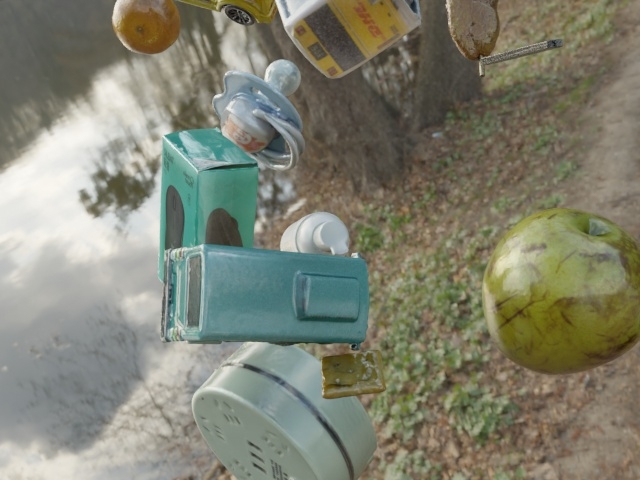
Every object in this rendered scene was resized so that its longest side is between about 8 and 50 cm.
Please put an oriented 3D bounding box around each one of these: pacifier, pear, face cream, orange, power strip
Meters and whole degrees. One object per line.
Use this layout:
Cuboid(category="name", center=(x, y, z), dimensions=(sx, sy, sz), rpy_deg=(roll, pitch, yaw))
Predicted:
Cuboid(category="pacifier", center=(-0.115, -0.318, 1.827), dimensions=(0.233, 0.244, 0.299), rpy_deg=(-61, 11, -20))
Cuboid(category="pear", center=(0.403, 0.087, 1.287), dimensions=(0.283, 0.284, 0.283), rpy_deg=(-16, 23, 7))
Cuboid(category="face cream", center=(0.000, 0.000, 1.979), dimensions=(0.145, 0.145, 0.369), rpy_deg=(-26, 1, -15))
Cuboid(category="orange", center=(-0.403, -0.515, 1.830), dimensions=(0.158, 0.159, 0.136), rpy_deg=(-14, 32, 13))
Cuboid(category="power strip", center=(-0.081, 0.351, 1.480), dimensions=(0.357, 0.358, 0.161), rpy_deg=(5, 38, 44))

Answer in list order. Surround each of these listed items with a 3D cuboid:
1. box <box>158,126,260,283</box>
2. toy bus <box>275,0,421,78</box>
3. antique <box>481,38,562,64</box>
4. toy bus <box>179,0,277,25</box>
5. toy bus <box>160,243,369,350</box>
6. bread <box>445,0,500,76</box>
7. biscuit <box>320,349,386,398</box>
Cuboid(category="box", center=(-0.213, -0.027, 1.440), dimensions=(0.118, 0.311, 0.205), rpy_deg=(-7, 29, -30))
Cuboid(category="toy bus", center=(0.005, -0.306, 0.791), dimensions=(0.138, 0.097, 0.343), rpy_deg=(-34, 45, 18))
Cuboid(category="antique", center=(0.346, -0.327, 1.367), dimensions=(0.031, 0.015, 0.192), rpy_deg=(-10, 7, -22))
Cuboid(category="toy bus", center=(-0.218, -0.481, 1.302), dimensions=(0.331, 0.151, 0.145), rpy_deg=(18, 77, 9))
Cuboid(category="toy bus", center=(-0.061, 0.074, 1.005), dimensions=(0.256, 0.128, 0.147), rpy_deg=(6, -9, -32))
Cuboid(category="bread", center=(0.338, -0.526, 1.753), dimensions=(0.124, 0.344, 0.084), rpy_deg=(-4, -9, 2))
Cuboid(category="biscuit", center=(0.041, 0.172, 1.016), dimensions=(0.083, 0.018, 0.081), rpy_deg=(-7, 28, 4))
